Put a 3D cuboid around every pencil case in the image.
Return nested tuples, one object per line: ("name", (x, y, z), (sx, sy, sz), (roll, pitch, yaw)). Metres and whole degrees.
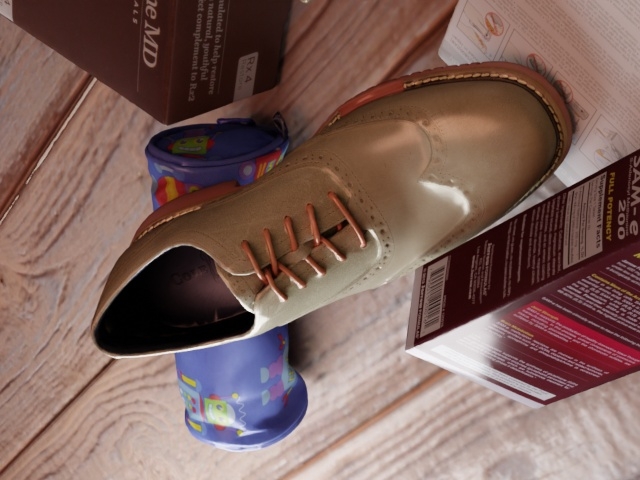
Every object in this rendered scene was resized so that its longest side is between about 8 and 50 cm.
("pencil case", (-0.078, 0.034, 1.155), (0.119, 0.133, 0.306), (7, 118, 21))

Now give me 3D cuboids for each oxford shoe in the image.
("oxford shoe", (0.000, 0.000, 0.944), (0.397, 0.146, 0.140), (-27, 106, 30))

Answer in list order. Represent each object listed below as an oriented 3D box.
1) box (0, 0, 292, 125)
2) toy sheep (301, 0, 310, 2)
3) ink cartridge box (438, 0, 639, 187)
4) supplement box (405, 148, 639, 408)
("box", (-0.201, -0.274, 1.112), (0.381, 0.143, 0.191), (32, 130, 29))
("toy sheep", (-0.003, -0.231, 0.964), (0.091, 0.091, 0.132), (47, 149, 18))
("ink cartridge box", (0.181, -0.145, 0.857), (0.189, 0.066, 0.232), (49, 159, 17))
("supplement box", (0.180, 0.033, 0.868), (0.130, 0.073, 0.239), (25, 147, -25))
